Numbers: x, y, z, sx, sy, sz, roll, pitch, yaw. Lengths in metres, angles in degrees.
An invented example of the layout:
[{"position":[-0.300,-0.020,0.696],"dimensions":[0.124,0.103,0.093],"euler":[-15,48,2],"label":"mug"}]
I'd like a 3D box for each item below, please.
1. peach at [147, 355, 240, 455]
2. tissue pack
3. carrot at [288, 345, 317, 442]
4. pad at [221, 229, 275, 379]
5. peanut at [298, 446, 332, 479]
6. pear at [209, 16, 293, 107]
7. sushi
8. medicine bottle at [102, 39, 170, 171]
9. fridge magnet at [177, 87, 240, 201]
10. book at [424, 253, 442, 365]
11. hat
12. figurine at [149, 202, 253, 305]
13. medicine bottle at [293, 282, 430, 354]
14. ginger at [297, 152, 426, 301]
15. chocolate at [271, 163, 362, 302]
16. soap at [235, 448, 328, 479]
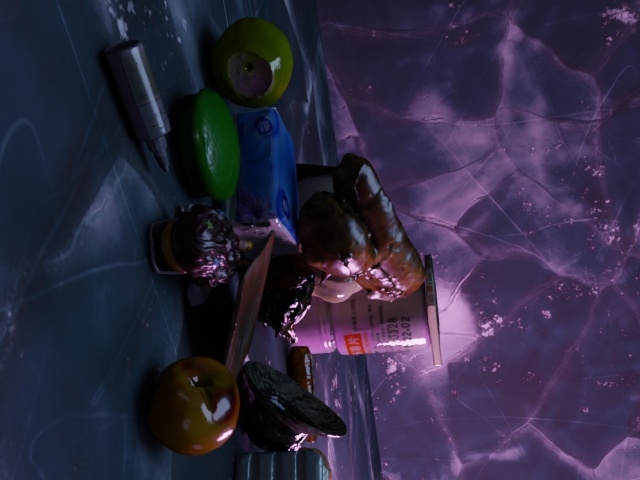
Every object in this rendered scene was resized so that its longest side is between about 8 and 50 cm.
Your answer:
[{"position":[-0.180,0.242,0.920],"dimensions":[0.138,0.138,0.138],"euler":[-7,90,-80],"label":"peach"},{"position":[-0.129,-0.117,1.377],"dimensions":[0.198,0.146,0.263],"euler":[61,25,-64],"label":"tissue pack"},{"position":[-0.045,0.418,1.741],"dimensions":[0.070,0.070,0.260],"euler":[-4,89,-80],"label":"carrot"},{"position":[-0.139,0.145,1.199],"dimensions":[0.284,0.018,0.286],"euler":[-69,174,-69],"label":"pad"},{"position":[-0.040,0.594,1.479],"dimensions":[0.290,0.130,0.130],"euler":[-80,161,-59],"label":"peanut"},{"position":[-0.145,-0.384,1.374],"dimensions":[0.219,0.187,0.187],"euler":[-85,165,-57],"label":"pear"},{"position":[-0.092,0.141,1.454],"dimensions":[0.140,0.149,0.287],"euler":[59,-34,35],"label":"sushi"},{"position":[-0.258,-0.190,0.943],"dimensions":[0.057,0.058,0.199],"euler":[-81,162,-57],"label":"medicine bottle"},{"position":[-0.200,-0.174,1.176],"dimensions":[0.208,0.088,0.208],"euler":[-6,90,-79],"label":"fridge magnet"},{"position":[0.314,0.189,1.792],"dimensions":[0.264,0.027,0.202],"euler":[-76,157,-61],"label":"book"},{"position":[-0.082,0.374,1.335],"dimensions":[0.128,0.265,0.265],"euler":[-56,171,5],"label":"hat"},{"position":[-0.185,0.016,1.056],"dimensions":[0.240,0.116,0.174],"euler":[37,48,-77],"label":"figurine"},{"position":[0.122,0.225,1.882],"dimensions":[0.219,0.388,0.219],"euler":[-6,90,-81],"label":"medicine bottle"},{"position":[0.088,0.024,1.432],"dimensions":[0.254,0.176,0.418],"euler":[-51,136,-16],"label":"ginger"},{"position":[0.000,0.000,1.697],"dimensions":[0.314,0.326,0.297],"euler":[82,25,-47],"label":"chocolate"},{"position":[-0.073,0.542,1.181],"dimensions":[0.095,0.173,0.289],"euler":[71,16,-53],"label":"soap"}]
